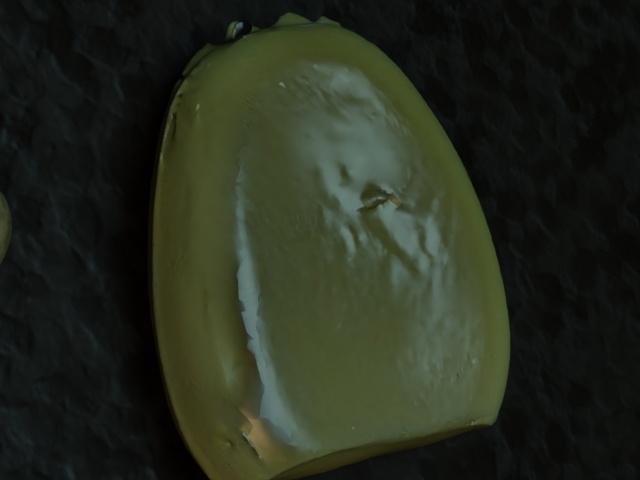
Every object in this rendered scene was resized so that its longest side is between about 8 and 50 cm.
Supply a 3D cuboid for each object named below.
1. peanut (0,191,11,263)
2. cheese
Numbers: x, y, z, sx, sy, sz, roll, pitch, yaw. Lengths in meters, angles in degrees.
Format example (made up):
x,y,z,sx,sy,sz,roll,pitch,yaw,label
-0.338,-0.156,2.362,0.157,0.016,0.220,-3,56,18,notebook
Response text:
x,y,z,sx,sy,sz,roll,pitch,yaw,label
-0.282,-0.012,1.032,0.228,0.085,0.104,9,64,-35,peanut
0.000,0.000,1.224,0.259,0.128,0.316,-7,81,-37,cheese
